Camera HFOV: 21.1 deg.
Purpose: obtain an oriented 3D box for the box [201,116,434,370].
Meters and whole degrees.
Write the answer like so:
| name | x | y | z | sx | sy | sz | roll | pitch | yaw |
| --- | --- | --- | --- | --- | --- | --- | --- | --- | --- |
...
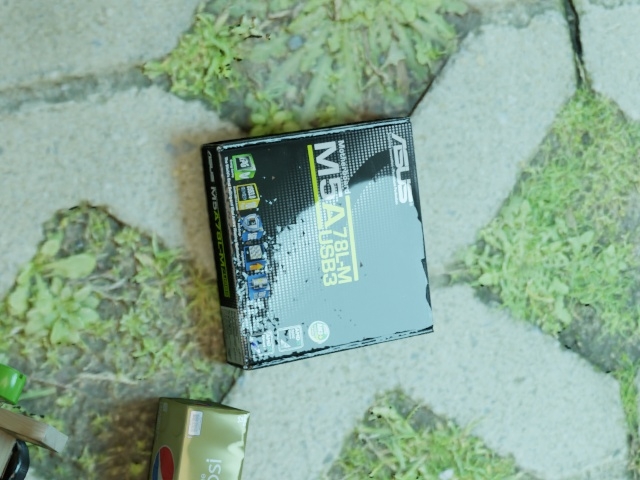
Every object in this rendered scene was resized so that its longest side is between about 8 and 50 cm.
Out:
| name | x | y | z | sx | sy | sz | roll | pitch | yaw |
| --- | --- | --- | --- | --- | --- | --- | --- | --- | --- |
| box | 0.000 | 0.000 | 1.446 | 0.184 | 0.045 | 0.190 | -9 | 97 | -24 |

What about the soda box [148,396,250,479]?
| name | x | y | z | sx | sy | sz | roll | pitch | yaw |
| --- | --- | --- | --- | --- | --- | --- | --- | --- | --- |
| soda box | -0.106 | 0.221 | 1.391 | 0.058 | 0.061 | 0.181 | 10 | 87 | -27 |

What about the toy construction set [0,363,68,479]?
| name | x | y | z | sx | sy | sz | roll | pitch | yaw |
| --- | --- | --- | --- | --- | --- | --- | --- | --- | --- |
| toy construction set | -0.263 | 0.179 | 1.187 | 0.257 | 0.309 | 0.237 | 45 | 65 | -38 |
